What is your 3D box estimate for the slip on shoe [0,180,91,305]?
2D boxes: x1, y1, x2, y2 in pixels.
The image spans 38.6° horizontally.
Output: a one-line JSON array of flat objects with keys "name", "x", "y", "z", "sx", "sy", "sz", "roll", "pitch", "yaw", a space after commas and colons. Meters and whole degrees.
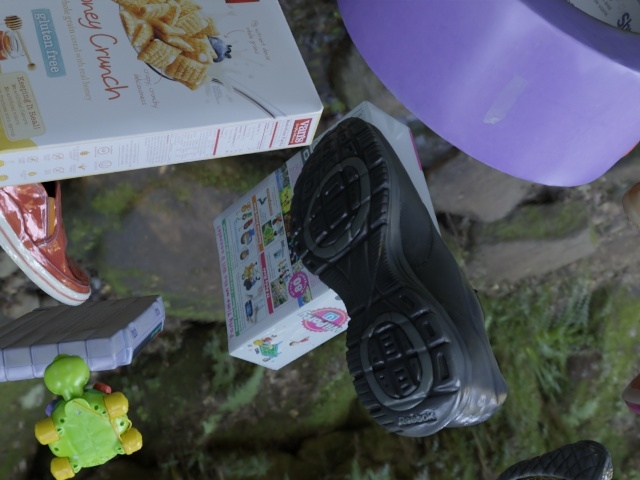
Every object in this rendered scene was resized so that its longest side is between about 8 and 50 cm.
[{"name": "slip on shoe", "x": -0.355, "y": -0.036, "z": 1.116, "sx": 0.101, "sy": 0.123, "sz": 0.331, "roll": -36, "pitch": 137, "yaw": -14}]

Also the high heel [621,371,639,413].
[{"name": "high heel", "x": 0.490, "y": 0.197, "z": 1.003, "sx": 0.127, "sy": 0.181, "sz": 0.377, "roll": -44, "pitch": -178, "yaw": -17}]

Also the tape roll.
[{"name": "tape roll", "x": 0.108, "y": -0.125, "z": 0.482, "sx": 0.189, "sy": 0.189, "sz": 0.080, "roll": 0, "pitch": 144, "yaw": -34}]

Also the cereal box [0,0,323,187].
[{"name": "cereal box", "x": -0.137, "y": -0.132, "z": 0.659, "sx": 0.240, "sy": 0.173, "sz": 0.047, "roll": -11, "pitch": 151, "yaw": -20}]

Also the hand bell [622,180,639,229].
[{"name": "hand bell", "x": 0.373, "y": -0.118, "z": 0.825, "sx": 0.126, "sy": 0.126, "sz": 0.242, "roll": -8, "pitch": 129, "yaw": -22}]

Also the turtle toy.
[{"name": "turtle toy", "x": -0.242, "y": 0.176, "z": 0.930, "sx": 0.095, "sy": 0.066, "sz": 0.130, "roll": -19, "pitch": 119, "yaw": -12}]

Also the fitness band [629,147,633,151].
[{"name": "fitness band", "x": 0.242, "y": -0.198, "z": 1.032, "sx": 0.291, "sy": 0.209, "sz": 0.054, "roll": 32, "pitch": 116, "yaw": -7}]

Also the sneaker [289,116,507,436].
[{"name": "sneaker", "x": 0.064, "y": 0.028, "z": 0.747, "sx": 0.109, "sy": 0.286, "sz": 0.130, "roll": -33, "pitch": 149, "yaw": 31}]

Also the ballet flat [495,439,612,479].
[{"name": "ballet flat", "x": 0.206, "y": 0.235, "z": 0.858, "sx": 0.049, "sy": 0.057, "sz": 0.173, "roll": -47, "pitch": 177, "yaw": -42}]

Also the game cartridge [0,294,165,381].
[{"name": "game cartridge", "x": -0.370, "y": 0.145, "z": 1.368, "sx": 0.230, "sy": 0.068, "sz": 0.355, "roll": -2, "pitch": -174, "yaw": 1}]

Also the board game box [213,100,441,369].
[{"name": "board game box", "x": 0.000, "y": 0.000, "z": 1.189, "sx": 0.303, "sy": 0.224, "sz": 0.097, "roll": -33, "pitch": 140, "yaw": 30}]
